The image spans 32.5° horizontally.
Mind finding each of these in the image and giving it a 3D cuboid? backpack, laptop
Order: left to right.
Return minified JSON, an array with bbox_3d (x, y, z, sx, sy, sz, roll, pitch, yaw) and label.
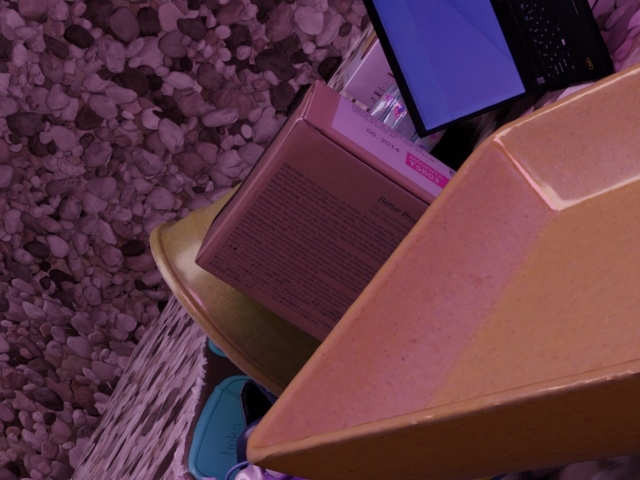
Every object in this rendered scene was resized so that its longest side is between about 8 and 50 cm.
[{"bbox_3d":[0.110,-0.137,1.387,0.152,0.115,0.182,-61,1,0],"label":"backpack"},{"bbox_3d":[0.150,-0.242,1.121,0.137,0.234,0.264,-25,7,-7],"label":"laptop"}]

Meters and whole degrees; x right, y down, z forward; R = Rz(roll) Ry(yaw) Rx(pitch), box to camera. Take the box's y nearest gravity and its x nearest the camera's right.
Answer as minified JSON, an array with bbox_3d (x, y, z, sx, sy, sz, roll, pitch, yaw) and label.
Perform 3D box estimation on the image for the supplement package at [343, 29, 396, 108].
[{"bbox_3d":[0.155,-0.301,1.658,0.244,0.134,0.139,-54,10,15],"label":"supplement package"}]

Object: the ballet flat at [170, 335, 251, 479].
[{"bbox_3d":[-0.093,0.193,1.350,0.147,0.147,0.409,-49,13,39],"label":"ballet flat"}]

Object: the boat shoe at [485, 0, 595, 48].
[{"bbox_3d":[0.279,-0.335,1.266,0.319,0.099,0.116,-62,11,-26],"label":"boat shoe"}]

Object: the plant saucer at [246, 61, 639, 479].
[{"bbox_3d":[0.161,0.002,0.557,0.333,0.081,0.333,-24,18,47],"label":"plant saucer"}]

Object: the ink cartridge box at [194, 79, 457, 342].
[{"bbox_3d":[0.035,-0.001,1.001,0.193,0.235,0.088,-50,13,32],"label":"ink cartridge box"}]

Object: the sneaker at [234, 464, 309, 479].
[{"bbox_3d":[-0.037,0.243,0.955,0.236,0.104,0.095,-46,-12,19],"label":"sneaker"}]

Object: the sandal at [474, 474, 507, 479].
[{"bbox_3d":[0.107,0.075,0.797,0.138,0.126,0.317,-54,2,39],"label":"sandal"}]

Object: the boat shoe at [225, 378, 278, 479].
[{"bbox_3d":[-0.053,0.224,1.117,0.109,0.089,0.258,-54,16,5],"label":"boat shoe"}]

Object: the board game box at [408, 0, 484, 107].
[{"bbox_3d":[0.224,-0.385,1.339,0.390,0.050,0.390,-53,-16,-64],"label":"board game box"}]

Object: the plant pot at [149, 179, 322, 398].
[{"bbox_3d":[0.000,0.000,1.196,0.254,0.276,0.276,-44,12,10],"label":"plant pot"}]
